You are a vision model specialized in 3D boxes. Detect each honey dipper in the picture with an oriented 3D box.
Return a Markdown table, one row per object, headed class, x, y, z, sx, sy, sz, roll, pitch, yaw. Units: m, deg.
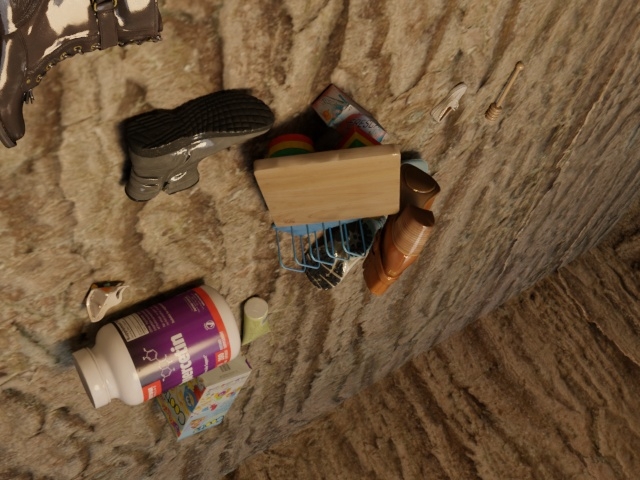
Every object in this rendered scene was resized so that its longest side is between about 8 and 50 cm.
| class | x | y | z | sx | sy | sz | roll | pitch | yaw |
| --- | --- | --- | --- | --- | --- | --- | --- | --- | --- |
| honey dipper | 0.442 | -0.353 | 1.592 | 0.031 | 0.030 | 0.160 | -17 | 147 | -35 |

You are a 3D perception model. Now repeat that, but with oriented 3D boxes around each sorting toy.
| class | x | y | z | sx | sy | sz | roll | pitch | yaw |
| --- | --- | --- | --- | --- | --- | --- | --- | --- | --- |
| sorting toy | 0.019 | -0.127 | 1.288 | 0.257 | 0.089 | 0.255 | -6 | 158 | 4 |
| sorting toy | -0.412 | 0.110 | 1.307 | 0.075 | 0.045 | 0.083 | -14 | 147 | -52 |

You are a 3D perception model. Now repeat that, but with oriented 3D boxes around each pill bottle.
| class | x | y | z | sx | sy | sz | roll | pitch | yaw |
| --- | --- | --- | --- | --- | --- | --- | --- | --- | --- |
| pill bottle | -0.346 | 0.230 | 1.426 | 0.323 | 0.181 | 0.181 | -23 | 152 | -26 |

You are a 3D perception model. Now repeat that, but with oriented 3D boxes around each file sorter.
| class | x | y | z | sx | sy | sz | roll | pitch | yaw |
| --- | --- | --- | --- | --- | --- | --- | --- | --- | --- |
| file sorter | 0.000 | 0.000 | 1.478 | 0.171 | 0.104 | 0.118 | -15 | 164 | 27 |

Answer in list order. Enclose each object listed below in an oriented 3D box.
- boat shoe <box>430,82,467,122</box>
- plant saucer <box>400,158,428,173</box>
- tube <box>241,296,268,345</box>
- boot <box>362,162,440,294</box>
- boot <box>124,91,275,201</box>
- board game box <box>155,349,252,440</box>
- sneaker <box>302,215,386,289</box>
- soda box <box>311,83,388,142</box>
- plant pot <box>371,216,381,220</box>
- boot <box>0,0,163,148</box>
| class | x | y | z | sx | sy | sz | roll | pitch | yaw |
| --- | --- | --- | --- | --- | --- | --- | --- | --- | --- |
| boat shoe | 0.290 | -0.302 | 1.481 | 0.100 | 0.035 | 0.035 | -43 | 154 | 15 |
| plant saucer | 0.172 | -0.136 | 1.616 | 0.195 | 0.037 | 0.195 | -28 | 154 | -15 |
| tube | -0.173 | 0.223 | 1.784 | 0.070 | 0.062 | 0.240 | 12 | 153 | 2 |
| boot | 0.175 | -0.027 | 1.490 | 0.109 | 0.283 | 0.220 | 19 | 127 | -14 |
| boot | -0.203 | -0.150 | 1.097 | 0.247 | 0.083 | 0.161 | -18 | 156 | -23 |
| board game box | -0.314 | 0.382 | 1.770 | 0.144 | 0.142 | 0.275 | -13 | 146 | -41 |
| sneaker | 0.068 | 0.027 | 1.661 | 0.122 | 0.110 | 0.283 | -27 | 171 | -47 |
| soda box | 0.060 | -0.230 | 1.284 | 0.058 | 0.063 | 0.183 | -43 | 154 | 16 |
| plant pot | 0.096 | -0.117 | 1.464 | 0.095 | 0.134 | 0.134 | 12 | 145 | 0 |
| boot | -0.296 | -0.234 | 0.801 | 0.229 | 0.091 | 0.262 | -20 | 148 | -30 |
